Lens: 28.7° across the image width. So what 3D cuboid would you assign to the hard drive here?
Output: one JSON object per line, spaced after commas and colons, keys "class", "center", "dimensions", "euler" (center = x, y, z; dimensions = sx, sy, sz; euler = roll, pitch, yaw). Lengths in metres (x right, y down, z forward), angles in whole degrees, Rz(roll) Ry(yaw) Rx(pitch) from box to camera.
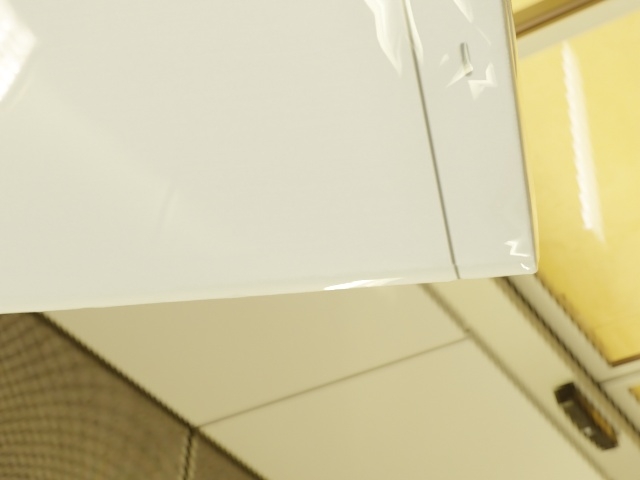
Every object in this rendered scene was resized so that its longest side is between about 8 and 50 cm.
{"class": "hard drive", "center": [-0.104, -0.065, 0.484], "dimensions": [0.047, 0.353, 0.233], "euler": [-81, -18, -45]}
